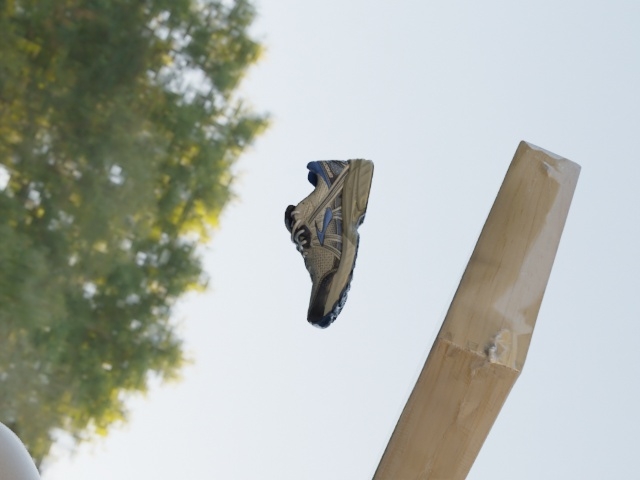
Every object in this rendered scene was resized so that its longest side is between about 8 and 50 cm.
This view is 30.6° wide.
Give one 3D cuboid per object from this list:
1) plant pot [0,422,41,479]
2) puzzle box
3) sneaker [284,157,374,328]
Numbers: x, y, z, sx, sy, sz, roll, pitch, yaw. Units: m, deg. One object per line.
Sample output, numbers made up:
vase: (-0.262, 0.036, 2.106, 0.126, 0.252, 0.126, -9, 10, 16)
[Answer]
plant pot: (-0.309, 0.289, 0.870, 0.191, 0.284, 0.284, 42, -75, 41)
puzzle box: (0.070, 0.156, 0.842, 0.272, 0.052, 0.409, -57, 168, -55)
sneaker: (0.000, 0.000, 0.840, 0.052, 0.058, 0.135, 96, 5, -62)
